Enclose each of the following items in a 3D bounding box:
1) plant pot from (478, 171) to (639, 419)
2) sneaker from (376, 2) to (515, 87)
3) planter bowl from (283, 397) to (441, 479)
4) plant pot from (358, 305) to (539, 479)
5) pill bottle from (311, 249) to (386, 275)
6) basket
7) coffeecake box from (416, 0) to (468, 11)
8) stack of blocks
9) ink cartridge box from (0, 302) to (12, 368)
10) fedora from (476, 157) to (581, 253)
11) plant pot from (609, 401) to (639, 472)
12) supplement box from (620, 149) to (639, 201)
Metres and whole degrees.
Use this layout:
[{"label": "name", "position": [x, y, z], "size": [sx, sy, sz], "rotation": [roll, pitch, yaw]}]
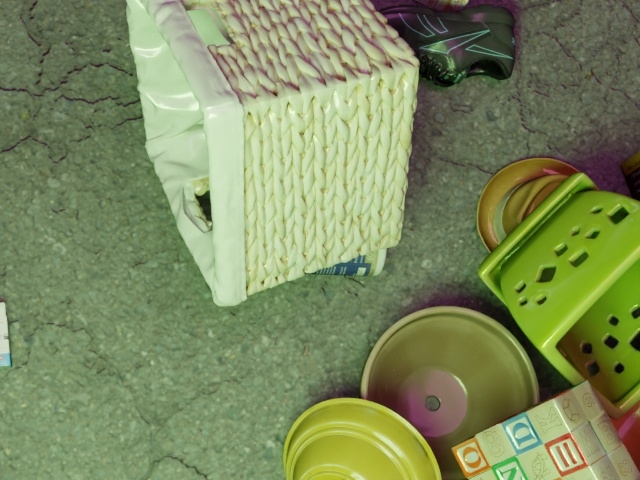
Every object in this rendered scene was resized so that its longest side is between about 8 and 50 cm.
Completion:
[{"label": "plant pot", "position": [0.358, 0.059, 1.475], "size": [0.227, 0.207, 0.228], "rotation": [-46, 129, 4]}, {"label": "sneaker", "position": [0.160, -0.281, 1.628], "size": [0.267, 0.101, 0.106], "rotation": [-4, 79, -9]}, {"label": "planter bowl", "position": [0.035, 0.313, 1.401], "size": [0.217, 0.090, 0.217], "rotation": [8, 111, 21]}, {"label": "plant pot", "position": [0.161, 0.211, 1.500], "size": [0.237, 0.110, 0.237], "rotation": [2, 76, -9]}, {"label": "pill bottle", "position": [0.000, 0.000, 1.535], "size": [0.169, 0.094, 0.094], "rotation": [1, 76, -8]}, {"label": "basket", "position": [-0.067, -0.163, 1.397], "size": [0.266, 0.331, 0.328], "rotation": [-17, 49, -15]}, {"label": "coffeecake box", "position": [0.155, -0.438, 1.682], "size": [0.185, 0.068, 0.142], "rotation": [25, 73, -2]}, {"label": "stack of blocks", "position": [0.304, 0.338, 1.332], "size": [0.087, 0.171, 0.297], "rotation": [-15, 73, -48]}, {"label": "ink cartridge box", "position": [-0.431, 0.126, 1.470], "size": [0.048, 0.028, 0.083], "rotation": [-5, 77, -10]}, {"label": "fedora", "position": [0.322, -0.039, 1.603], "size": [0.194, 0.079, 0.194], "rotation": [2, 76, -8]}, {"label": "plant pot", "position": [0.492, 0.304, 1.457], "size": [0.203, 0.291, 0.291], "rotation": [39, 73, -15]}, {"label": "supplement box", "position": [0.549, -0.063, 1.586], "size": [0.129, 0.191, 0.194], "rotation": [-16, 80, -12]}]
